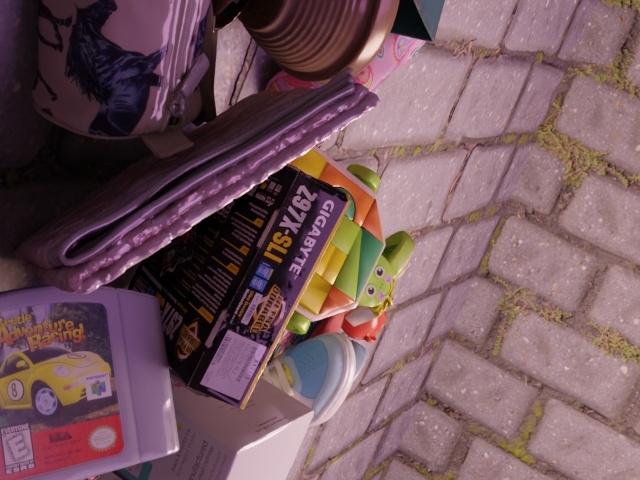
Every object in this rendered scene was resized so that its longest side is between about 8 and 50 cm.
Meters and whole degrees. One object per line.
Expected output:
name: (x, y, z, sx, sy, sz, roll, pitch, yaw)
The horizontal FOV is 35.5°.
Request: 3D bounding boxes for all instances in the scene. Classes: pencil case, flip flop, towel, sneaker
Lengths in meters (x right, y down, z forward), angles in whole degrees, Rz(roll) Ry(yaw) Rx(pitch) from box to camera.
pencil case: (0.039, -0.248, 1.421, 0.284, 0.124, 0.124, -48, 155, -38)
flip flop: (-0.100, -0.262, 1.045, 0.112, 0.080, 0.277, -21, 114, -88)
towel: (-0.139, -0.062, 0.988, 0.332, 0.053, 0.317, -34, -166, -18)
sneaker: (-0.105, 0.242, 1.537, 0.208, 0.127, 0.319, 12, 135, -45)
pencil case: (-0.148, -0.286, 0.869, 0.160, 0.183, 0.410, -33, 144, -53)

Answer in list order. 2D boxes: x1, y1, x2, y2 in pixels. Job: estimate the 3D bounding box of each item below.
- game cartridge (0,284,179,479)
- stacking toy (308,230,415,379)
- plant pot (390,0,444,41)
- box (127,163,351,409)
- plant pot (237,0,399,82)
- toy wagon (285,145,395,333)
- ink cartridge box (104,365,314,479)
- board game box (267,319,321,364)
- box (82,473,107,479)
game cartridge: (-0.275, 0.143, 0.983, 0.294, 0.060, 0.196, -7, 83, -44)
stacking toy: (0.082, 0.143, 1.748, 0.279, 0.130, 0.309, -38, -165, 37)
plant pot: (0.096, -0.414, 1.307, 0.234, 0.165, 0.165, -70, 160, -6)
box: (-0.115, 0.018, 1.176, 0.079, 0.322, 0.257, 25, 91, -27)
plant pot: (-0.028, -0.294, 1.108, 0.109, 0.237, 0.237, -7, 125, -39)
toy wagon: (0.000, 0.000, 1.449, 0.344, 0.068, 0.267, 36, 70, -28)
ink cartridge box: (-0.193, 0.258, 1.306, 0.197, 0.270, 0.198, -12, 127, -62)
board game box: (-0.066, 0.063, 1.604, 0.224, 0.097, 0.303, -53, 158, -22)
box: (-0.339, 0.195, 0.988, 0.183, 0.056, 0.231, -33, 105, -41)
